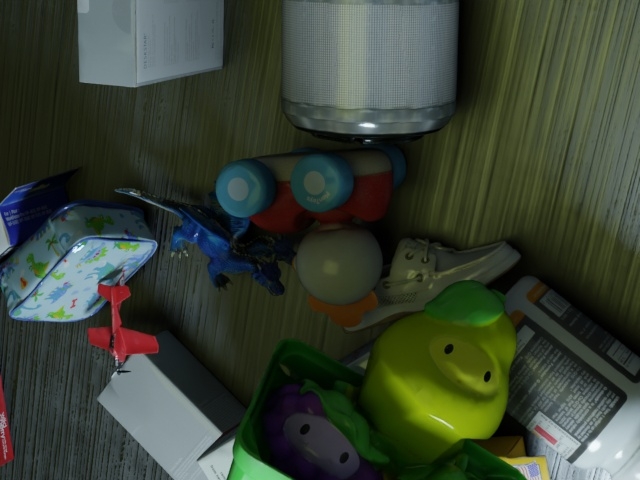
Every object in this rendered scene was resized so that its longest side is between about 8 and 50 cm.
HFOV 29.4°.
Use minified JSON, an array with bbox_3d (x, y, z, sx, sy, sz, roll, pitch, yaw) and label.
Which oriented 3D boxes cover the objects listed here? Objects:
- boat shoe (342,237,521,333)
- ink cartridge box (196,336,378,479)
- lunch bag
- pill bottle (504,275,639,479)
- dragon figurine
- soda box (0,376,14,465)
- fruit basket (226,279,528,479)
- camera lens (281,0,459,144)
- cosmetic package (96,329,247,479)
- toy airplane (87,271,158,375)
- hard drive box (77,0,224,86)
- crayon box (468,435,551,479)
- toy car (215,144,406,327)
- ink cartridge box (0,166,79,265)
[{"bbox_3d":[0.129,0.042,1.624,0.277,0.098,0.096,-21,94,29],"label":"boat shoe"},{"bbox_3d":[-0.009,0.253,1.641,0.273,0.197,0.114,-32,88,6],"label":"ink cartridge box"},{"bbox_3d":[-0.358,0.033,1.807,0.219,0.176,0.090,-43,62,29],"label":"lunch bag"},{"bbox_3d":[0.321,0.185,1.535,0.278,0.162,0.162,39,116,12],"label":"pill bottle"},{"bbox_3d":[-0.150,-0.022,1.713,0.289,0.085,0.144,43,144,8],"label":"dragon figurine"},{"bbox_3d":[-0.583,0.251,2.014,0.092,0.083,0.263,1,104,25],"label":"soda box"},{"bbox_3d":[0.099,0.233,1.406,0.392,0.283,0.392,5,117,11],"label":"fruit basket"},{"bbox_3d":[0.061,-0.264,1.509,0.219,0.219,0.274,7,106,23],"label":"camera lens"},{"bbox_3d":[-0.205,0.265,1.835,0.238,0.107,0.127,47,116,11],"label":"cosmetic package"},{"bbox_3d":[-0.295,0.123,1.787,0.151,0.028,0.151,2,93,38],"label":"toy airplane"},{"bbox_3d":[-0.220,-0.308,1.620,0.089,0.232,0.181,8,106,23],"label":"hard drive box"},{"bbox_3d":[0.185,0.384,1.694,0.323,0.083,0.203,-8,100,27],"label":"crayon box"},{"bbox_3d":[0.000,0.000,1.594,0.210,0.219,0.238,-3,97,25],"label":"toy car"},{"bbox_3d":[-0.498,0.018,1.870,0.332,0.165,0.065,-39,85,29],"label":"ink cartridge box"}]
